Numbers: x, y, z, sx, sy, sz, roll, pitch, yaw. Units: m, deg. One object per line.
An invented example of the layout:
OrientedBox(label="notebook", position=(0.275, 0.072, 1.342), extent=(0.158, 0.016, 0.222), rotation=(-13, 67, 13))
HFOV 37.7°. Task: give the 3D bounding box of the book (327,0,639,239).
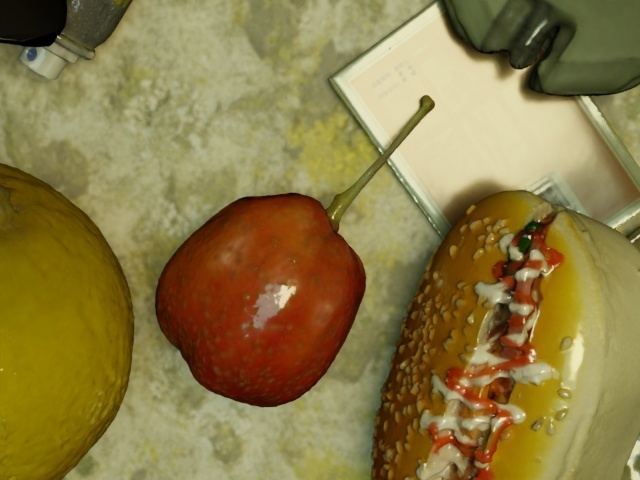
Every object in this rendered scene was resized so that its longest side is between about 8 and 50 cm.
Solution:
OrientedBox(label="book", position=(0.143, -0.085, 0.782), extent=(0.170, 0.018, 0.242), rotation=(-35, 93, 7))

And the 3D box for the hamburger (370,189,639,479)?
OrientedBox(label="hamburger", position=(0.126, 0.108, 0.697), extent=(0.151, 0.227, 0.295), rotation=(6, 109, -17))

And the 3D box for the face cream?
OrientedBox(label="face cream", position=(-0.156, -0.258, 0.757), extent=(0.073, 0.073, 0.284), rotation=(34, 97, 0))

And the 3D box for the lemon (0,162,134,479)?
OrientedBox(label="lemon", position=(-0.275, 0.072, 0.699), extent=(0.293, 0.293, 0.293), rotation=(0, 96, 4))

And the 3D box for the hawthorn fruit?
OrientedBox(label="hawthorn fruit", position=(0.000, 0.000, 0.731), extent=(0.165, 0.165, 0.285), rotation=(45, 94, -1))

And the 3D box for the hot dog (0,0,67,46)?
OrientedBox(label="hot dog", position=(-0.330, -0.269, 0.727), extent=(0.194, 0.107, 0.326), rotation=(-7, 73, -32))

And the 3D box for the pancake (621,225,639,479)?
OrientedBox(label="pancake", position=(0.320, 0.119, 0.776), extent=(0.294, 0.049, 0.295), rotation=(1, 95, 8))

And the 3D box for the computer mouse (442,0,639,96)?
OrientedBox(label="computer mouse", position=(0.264, -0.306, 0.690), extent=(0.228, 0.145, 0.429), rotation=(37, 108, 7))
